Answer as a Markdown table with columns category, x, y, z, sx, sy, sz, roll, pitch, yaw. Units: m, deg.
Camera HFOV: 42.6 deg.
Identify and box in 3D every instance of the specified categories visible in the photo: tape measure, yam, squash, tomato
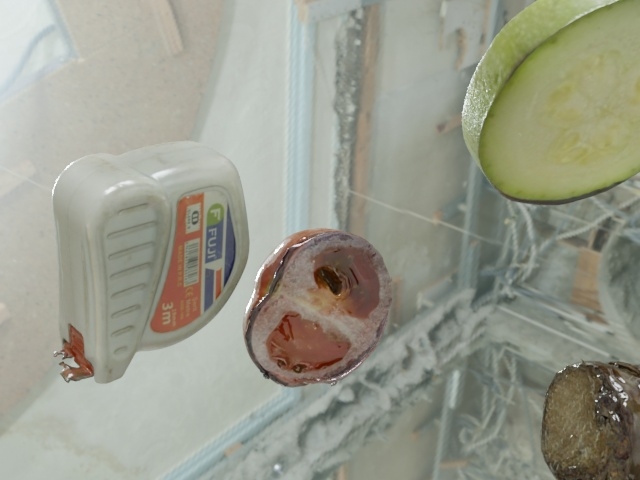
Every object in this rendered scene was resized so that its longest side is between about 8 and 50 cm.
| category | x | y | z | sx | sy | sz | roll | pitch | yaw |
| --- | --- | --- | --- | --- | --- | --- | --- | --- | --- |
| tape measure | -0.215 | 0.015 | 1.016 | 0.265 | 0.130 | 0.258 | -20 | -54 | -41 |
| yam | 0.340 | 0.168 | 0.711 | 0.280 | 0.131 | 0.131 | 8 | -73 | -18 |
| squash | 0.257 | -0.133 | 0.771 | 0.252 | 0.049 | 0.252 | -13 | -39 | -11 |
| tomato | -0.011 | 0.086 | 1.138 | 0.199 | 0.112 | 0.228 | 33 | -87 | -27 |
